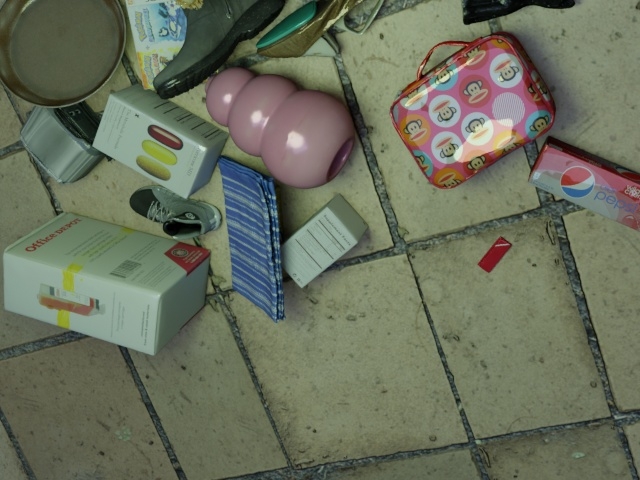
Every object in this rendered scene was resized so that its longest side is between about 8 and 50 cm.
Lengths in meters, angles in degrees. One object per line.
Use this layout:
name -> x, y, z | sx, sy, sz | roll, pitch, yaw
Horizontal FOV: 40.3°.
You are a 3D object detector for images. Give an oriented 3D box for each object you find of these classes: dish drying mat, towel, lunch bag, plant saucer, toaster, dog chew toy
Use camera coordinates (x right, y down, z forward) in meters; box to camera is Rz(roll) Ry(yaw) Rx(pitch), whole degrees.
dish drying mat -> 0.373, 0.031, 1.867 | 0.032, 0.008, 0.083 | 35, 116, 1
towel -> -0.158, -0.007, 1.919 | 0.243, 0.040, 0.336 | 29, 128, 54
lunch bag -> 0.287, -0.270, 1.717 | 0.293, 0.120, 0.258 | -30, 98, 25
plant saucer -> -0.566, -0.436, 1.902 | 0.310, 0.050, 0.310 | -1, 84, 8
toaster -> -0.576, -0.231, 1.998 | 0.227, 0.129, 0.146 | 48, 120, -3
dog chew toy -> -0.096, -0.249, 1.810 | 0.332, 0.206, 0.206 | 31, 116, 13

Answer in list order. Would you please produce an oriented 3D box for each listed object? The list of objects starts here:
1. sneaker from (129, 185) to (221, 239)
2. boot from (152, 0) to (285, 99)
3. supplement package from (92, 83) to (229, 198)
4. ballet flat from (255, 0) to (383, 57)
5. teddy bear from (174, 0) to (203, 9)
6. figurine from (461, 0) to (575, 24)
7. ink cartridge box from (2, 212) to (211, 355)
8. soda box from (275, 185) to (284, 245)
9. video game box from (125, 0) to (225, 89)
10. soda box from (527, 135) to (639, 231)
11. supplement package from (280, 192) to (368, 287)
sneaker -> -0.351, -0.060, 1.988 | 0.228, 0.132, 0.086 | 12, 113, 12
boot -> -0.258, -0.459, 1.763 | 0.338, 0.118, 0.223 | -43, 95, -15
supplement package -> -0.350, -0.222, 1.925 | 0.244, 0.134, 0.139 | 29, 116, 5
ballet flat -> 0.027, -0.448, 1.751 | 0.342, 0.116, 0.124 | -36, 116, 22
teddy bear -> -0.198, -0.589, 1.678 | 0.245, 0.113, 0.338 | 33, 74, -14
figurine -> 0.362, -0.524, 1.626 | 0.209, 0.092, 0.215 | -5, 108, 11
ink cartridge box -> -0.487, 0.089, 2.008 | 0.384, 0.279, 0.160 | 15, 115, 12
soda box -> -0.120, -0.030, 1.966 | 0.058, 0.061, 0.181 | 1, 110, 18
video game box -> -0.312, -0.438, 1.881 | 0.187, 0.048, 0.205 | -3, 109, 20
soda box -> 0.549, -0.109, 1.718 | 0.263, 0.083, 0.092 | 24, 115, 8
supplement package -> 0.000, 0.000, 1.917 | 0.179, 0.105, 0.105 | -40, 95, 25
